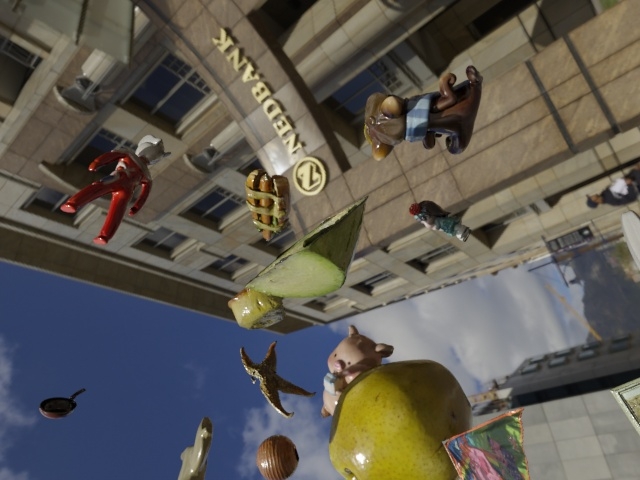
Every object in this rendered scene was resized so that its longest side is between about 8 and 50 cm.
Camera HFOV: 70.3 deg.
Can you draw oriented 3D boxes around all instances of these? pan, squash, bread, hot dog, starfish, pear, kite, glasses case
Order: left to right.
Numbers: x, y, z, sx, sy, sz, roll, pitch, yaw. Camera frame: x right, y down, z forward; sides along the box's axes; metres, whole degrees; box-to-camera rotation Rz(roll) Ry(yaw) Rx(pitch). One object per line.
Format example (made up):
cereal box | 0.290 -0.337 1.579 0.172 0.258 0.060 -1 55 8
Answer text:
pan | -0.535 0.344 0.956 0.115 0.069 0.023 -20 -58 -79
bread | -0.139 0.143 1.022 0.125 0.156 0.086 -20 -112 -15
hot dog | -0.128 -0.082 1.126 0.109 0.269 0.072 16 -121 5
starfish | -0.112 0.357 1.167 0.138 0.050 0.247 5 -150 -44
squash | 0.012 0.021 0.635 0.184 0.192 0.085 -38 -85 -37
pear | 0.222 0.509 1.235 0.418 0.362 0.362 -29 -89 -26
kite | 0.171 0.248 0.412 0.234 0.016 0.321 -136 26 -72
glasses case | 0.666 0.017 0.936 0.074 0.049 0.193 42 -140 -30

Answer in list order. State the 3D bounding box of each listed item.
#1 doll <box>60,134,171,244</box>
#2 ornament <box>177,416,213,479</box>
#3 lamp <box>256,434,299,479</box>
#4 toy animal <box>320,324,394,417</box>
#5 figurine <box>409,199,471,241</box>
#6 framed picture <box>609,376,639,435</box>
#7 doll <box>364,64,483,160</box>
doll | -0.561 -0.176 1.308 0.384 0.099 0.188 -63 -38 -37
ornament | -0.306 0.553 1.093 0.061 0.245 0.230 16 -123 -17
lamp | -0.134 0.675 1.412 0.136 0.136 0.136 33 -137 -37
toy animal | 0.099 0.434 1.463 0.213 0.195 0.256 -18 -61 -37
figurine | 0.207 -0.035 0.789 0.106 0.047 0.060 33 -157 32
framed picture | 0.864 0.389 1.045 0.017 0.274 0.217 11 -133 -59
doll | 0.294 -0.373 1.346 0.317 0.340 0.209 87 173 -55
